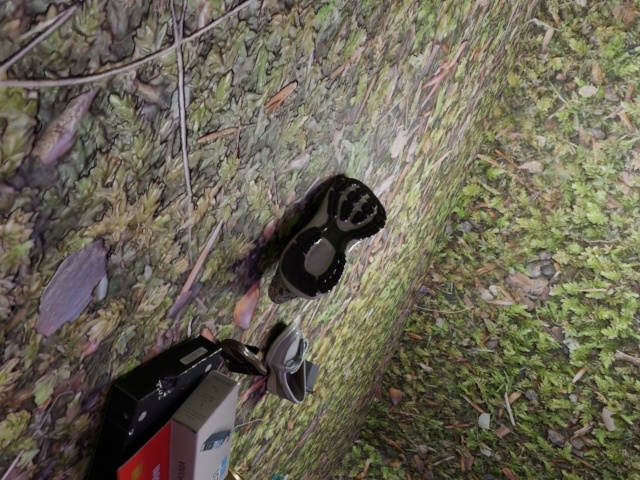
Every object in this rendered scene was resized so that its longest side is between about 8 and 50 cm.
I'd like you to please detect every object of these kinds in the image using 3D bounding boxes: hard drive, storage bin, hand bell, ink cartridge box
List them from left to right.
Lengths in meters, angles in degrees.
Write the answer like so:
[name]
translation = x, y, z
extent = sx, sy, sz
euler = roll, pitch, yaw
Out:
[hard drive]
translation = -0.312, 0.356, 1.166
extent = 0.237, 0.064, 0.339
euler = -27, 142, -60
[ink cartridge box]
translation = -0.255, 0.425, 1.171
extent = 0.261, 0.066, 0.297
euler = -47, 154, -50
[hand bell]
translation = -0.303, 0.762, 1.783
extent = 0.242, 0.126, 0.126
euler = -44, 159, -12
[storage bin]
translation = -0.045, 0.415, 1.953
extent = 0.135, 0.098, 0.091
euler = 57, 53, -70

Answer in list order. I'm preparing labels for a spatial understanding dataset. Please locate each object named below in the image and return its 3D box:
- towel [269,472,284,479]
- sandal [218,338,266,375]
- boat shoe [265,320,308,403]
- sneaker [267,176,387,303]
[towel]
translation = -0.283, 0.890, 1.981
extent = 0.370, 0.040, 0.271
euler = -51, 165, 17
[sandal]
translation = -0.169, 0.250, 1.403
extent = 0.219, 0.089, 0.060
euler = 70, 29, -58
[boat shoe]
translation = -0.078, 0.330, 1.701
extent = 0.118, 0.103, 0.321
euler = -46, 157, -38
[sneaker]
translation = 0.000, 0.000, 1.444
extent = 0.182, 0.158, 0.410
euler = -34, -172, 46
